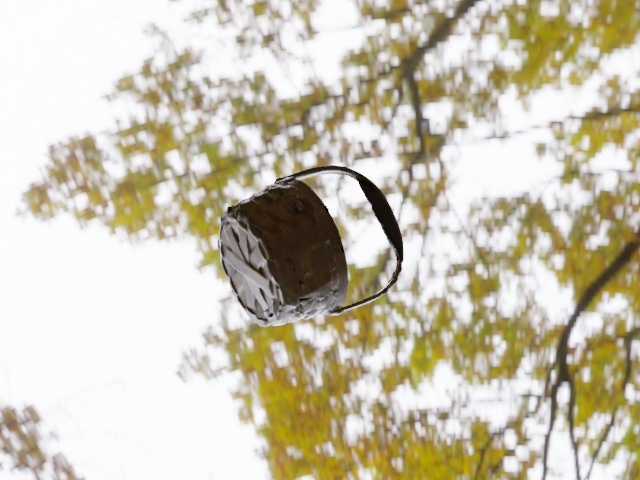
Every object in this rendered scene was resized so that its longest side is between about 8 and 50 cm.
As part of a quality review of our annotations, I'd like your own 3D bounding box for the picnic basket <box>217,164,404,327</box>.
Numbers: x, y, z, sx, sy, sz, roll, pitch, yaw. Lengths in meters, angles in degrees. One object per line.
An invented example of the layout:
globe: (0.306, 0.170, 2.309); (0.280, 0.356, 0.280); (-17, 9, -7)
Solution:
picnic basket: (0.000, 0.000, 0.834); (0.083, 0.072, 0.072); (-19, -121, -27)
